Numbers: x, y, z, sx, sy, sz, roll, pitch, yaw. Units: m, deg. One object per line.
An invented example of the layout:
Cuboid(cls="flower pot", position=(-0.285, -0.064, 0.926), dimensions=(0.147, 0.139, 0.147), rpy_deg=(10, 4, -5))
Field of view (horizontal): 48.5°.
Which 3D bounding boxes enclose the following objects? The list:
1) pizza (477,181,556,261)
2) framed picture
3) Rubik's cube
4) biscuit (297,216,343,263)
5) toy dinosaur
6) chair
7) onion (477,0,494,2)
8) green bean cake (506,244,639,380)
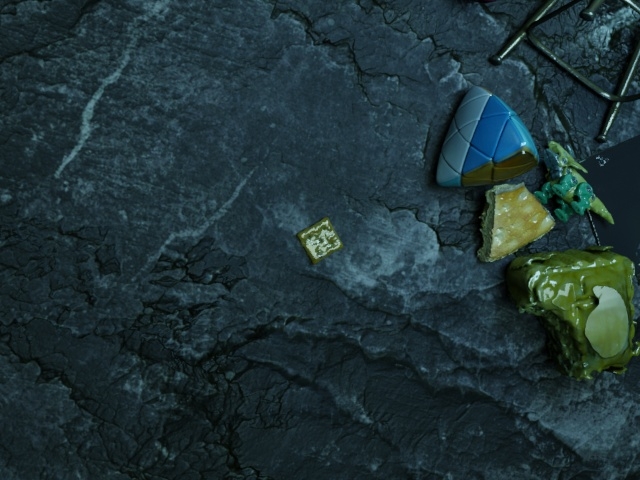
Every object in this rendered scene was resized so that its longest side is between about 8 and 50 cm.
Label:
Cuboid(cls="pizza", position=(0.453, -0.062, 1.664), dimensions=(0.204, 0.080, 0.188), rpy_deg=(-17, 120, -17))
Cuboid(cls="framed picture", position=(0.776, -0.082, 1.767), dimensions=(0.244, 0.013, 0.324), rpy_deg=(-22, 99, -11))
Cuboid(cls="Rubik's cube", position=(0.406, -0.239, 1.609), dimensions=(0.254, 0.254, 0.255), rpy_deg=(-1, 94, -13))
Cuboid(cls="biscuit", position=(0.000, 0.000, 1.586), dimensions=(0.083, 0.018, 0.081), rpy_deg=(-30, 99, -10))
Cuboid(cls="toy dinosaur", position=(0.603, -0.108, 1.677), dimensions=(0.259, 0.094, 0.153), rpy_deg=(47, 58, -11))
Cuboid(cls="chair", position=(0.687, -0.504, 1.553), dimensions=(0.361, 0.364, 0.410), rpy_deg=(32, 82, -13))
Cuboid(cls="onion", position=(0.379, -0.628, 1.533), dimensions=(0.139, 0.218, 0.195), rpy_deg=(8, 82, -12))
Cuboid(cls="green bean cake", position=(0.588, 0.176, 1.642), dimensions=(0.284, 0.202, 0.310), rpy_deg=(-9, 95, -11))
